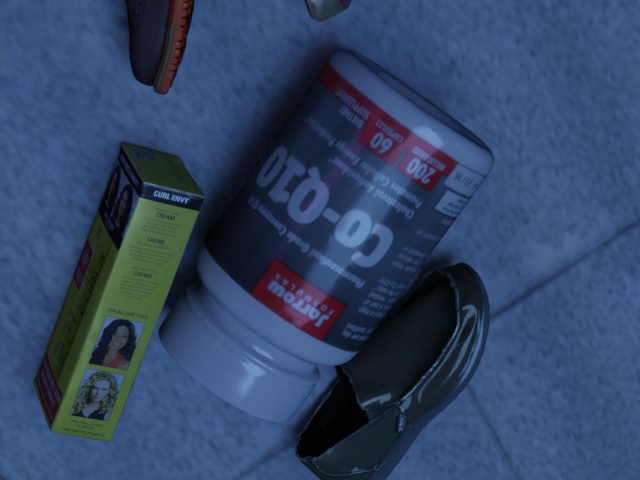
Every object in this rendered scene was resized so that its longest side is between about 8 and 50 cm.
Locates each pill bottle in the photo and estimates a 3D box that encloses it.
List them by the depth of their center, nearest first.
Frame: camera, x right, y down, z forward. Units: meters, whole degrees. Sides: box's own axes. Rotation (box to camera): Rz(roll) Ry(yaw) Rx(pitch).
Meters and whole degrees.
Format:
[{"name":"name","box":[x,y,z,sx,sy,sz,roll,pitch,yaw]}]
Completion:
[{"name":"pill bottle","box":[0.000,0.000,1.329,0.161,0.161,0.283,29,102,-32]}]

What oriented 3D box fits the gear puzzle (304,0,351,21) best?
[{"name":"gear puzzle","box":[0.106,-0.321,1.283,0.339,0.044,0.175,-28,122,-11]}]

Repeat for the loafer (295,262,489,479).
[{"name":"loafer","box":[0.062,0.126,1.463,0.087,0.094,0.251,22,106,-35]}]

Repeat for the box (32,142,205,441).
[{"name":"box","box":[-0.168,0.044,1.327,0.058,0.087,0.232,13,111,-26]}]

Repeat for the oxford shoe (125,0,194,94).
[{"name":"oxford shoe","box":[-0.139,-0.241,1.198,0.098,0.097,0.271,1,113,-2]}]
